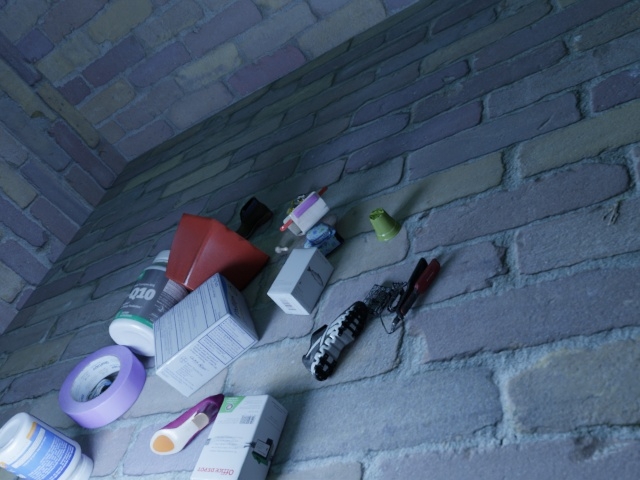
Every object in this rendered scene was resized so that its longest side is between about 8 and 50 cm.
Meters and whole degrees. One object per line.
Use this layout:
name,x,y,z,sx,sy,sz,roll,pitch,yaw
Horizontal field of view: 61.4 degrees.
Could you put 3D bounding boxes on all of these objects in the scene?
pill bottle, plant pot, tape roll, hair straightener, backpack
pill bottle,-0.817,0.641,1.598,0.152,0.272,0.152,-27,33,19
pill bottle,-0.597,0.221,1.976,0.204,0.204,0.361,-17,37,32
plant pot,-0.390,0.080,1.912,0.267,0.267,0.236,10,68,52
tape roll,-0.740,0.492,1.833,0.274,0.090,0.275,-15,37,12
plant pot,0.187,-0.054,1.622,0.083,0.079,0.083,-26,34,19
hair straightener,0.219,0.139,1.385,0.089,0.047,0.231,8,59,51
backpack,0.000,0.000,1.746,0.114,0.084,0.105,-43,28,0

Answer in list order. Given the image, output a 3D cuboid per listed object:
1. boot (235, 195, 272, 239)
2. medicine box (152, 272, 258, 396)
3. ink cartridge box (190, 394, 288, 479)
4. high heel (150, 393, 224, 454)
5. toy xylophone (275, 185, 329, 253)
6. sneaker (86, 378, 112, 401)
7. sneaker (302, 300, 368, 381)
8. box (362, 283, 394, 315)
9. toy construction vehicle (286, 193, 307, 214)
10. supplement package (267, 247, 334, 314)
boot,-0.305,-0.077,2.143,0.219,0.106,0.082,-42,31,-4
medicine box,-0.369,0.289,1.699,0.289,0.149,0.263,-38,31,2
ink cartridge box,-0.193,0.494,1.303,0.160,0.093,0.220,-14,39,36
high heel,-0.372,0.512,1.511,0.244,0.082,0.117,-42,0,20
toy xylophone,-0.072,-0.064,1.817,0.236,0.081,0.322,-44,4,-15
sneaker,-0.784,0.550,1.898,0.058,0.052,0.135,-2,48,40
sneaker,0.029,0.246,1.401,0.106,0.078,0.234,15,63,51
box,0.151,0.158,1.445,0.067,0.018,0.083,8,54,51
toy construction vehicle,-0.080,-0.129,2.053,0.098,0.035,0.086,-16,49,37
supplement package,-0.057,0.122,1.629,0.105,0.105,0.179,-5,46,44
